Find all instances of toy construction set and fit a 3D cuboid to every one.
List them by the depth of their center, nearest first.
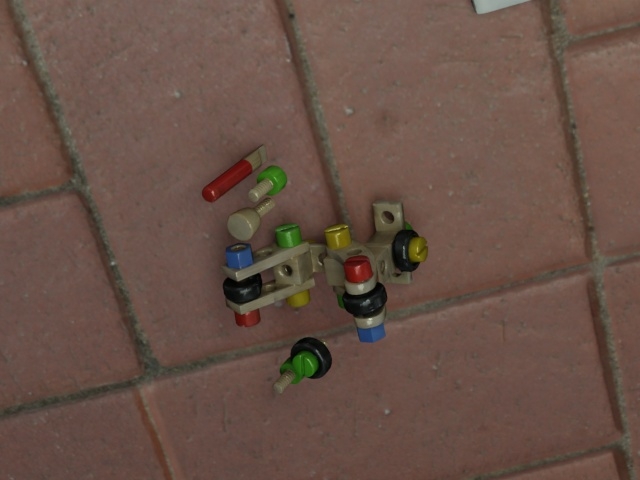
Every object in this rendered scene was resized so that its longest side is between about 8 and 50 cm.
[{"bbox_3d":[0.000,0.000,2.120,0.257,0.237,0.309,-25,103,42],"label":"toy construction set"}]

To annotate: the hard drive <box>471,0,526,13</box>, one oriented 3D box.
[{"bbox_3d":[0.265,-0.479,1.933,0.233,0.047,0.353,-16,118,4],"label":"hard drive"}]
